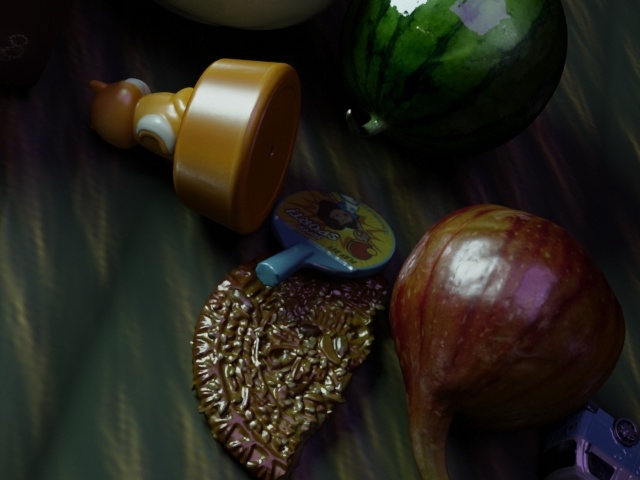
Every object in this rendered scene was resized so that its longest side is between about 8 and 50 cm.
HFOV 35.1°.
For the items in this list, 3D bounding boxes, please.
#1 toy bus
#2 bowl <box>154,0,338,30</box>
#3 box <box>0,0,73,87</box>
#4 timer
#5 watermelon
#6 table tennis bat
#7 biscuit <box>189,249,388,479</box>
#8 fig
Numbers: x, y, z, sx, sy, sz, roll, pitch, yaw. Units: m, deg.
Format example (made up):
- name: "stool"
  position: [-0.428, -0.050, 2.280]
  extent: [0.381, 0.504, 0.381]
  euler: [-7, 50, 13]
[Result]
- name: "toy bus"
  position: [0.228, 0.187, 0.775]
  extent: [0.123, 0.060, 0.075]
  euler: [36, 55, -3]
- name: "bowl"
  position: [-0.085, -0.281, 0.862]
  extent: [0.277, 0.145, 0.277]
  euler: [18, 47, -20]
- name: "box"
  position: [-0.274, -0.261, 0.747]
  extent: [0.167, 0.193, 0.294]
  euler: [7, 56, -28]
- name: "timer"
  position: [-0.106, -0.087, 0.770]
  extent: [0.152, 0.132, 0.132]
  euler: [16, 51, 11]
- name: "watermelon"
  position: [0.105, -0.154, 0.862]
  extent: [0.188, 0.188, 0.214]
  euler: [38, 82, 1]
- name: "table tennis bat"
  position: [0.000, 0.000, 0.787]
  extent: [0.100, 0.019, 0.155]
  euler: [36, 35, 17]
- name: "biscuit"
  position: [-0.028, 0.073, 0.747]
  extent: [0.126, 0.025, 0.206]
  euler: [33, 51, -2]
- name: "fig"
  position: [0.115, 0.080, 0.738]
  extent: [0.175, 0.175, 0.207]
  euler: [45, 71, 6]
